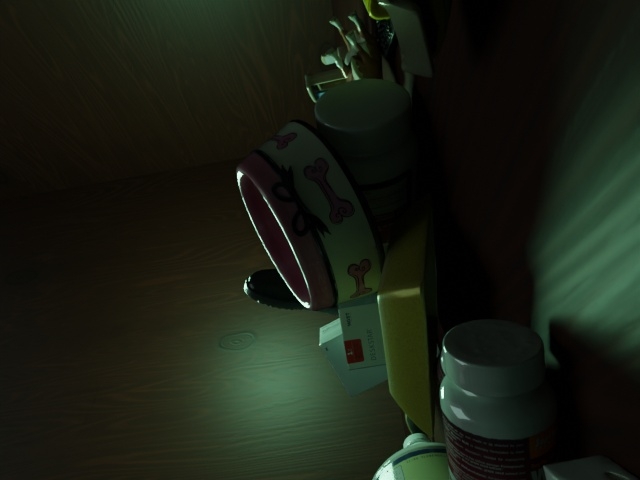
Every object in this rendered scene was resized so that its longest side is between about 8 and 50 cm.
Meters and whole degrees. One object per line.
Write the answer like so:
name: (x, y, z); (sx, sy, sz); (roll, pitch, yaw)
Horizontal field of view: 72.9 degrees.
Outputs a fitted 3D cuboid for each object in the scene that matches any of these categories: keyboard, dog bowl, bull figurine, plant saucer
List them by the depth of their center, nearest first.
plant saucer: (0.172, 0.123, 0.816); (0.332, 0.081, 0.332); (-64, -31, -56)
dog bowl: (-0.038, -0.034, 0.917); (0.408, 0.150, 0.408); (55, 164, 24)
keyboard: (0.132, -0.577, 1.016); (0.201, 0.033, 0.316); (65, -163, -81)
bull figurine: (0.101, -0.442, 1.079); (0.188, 0.101, 0.310); (45, -149, -37)

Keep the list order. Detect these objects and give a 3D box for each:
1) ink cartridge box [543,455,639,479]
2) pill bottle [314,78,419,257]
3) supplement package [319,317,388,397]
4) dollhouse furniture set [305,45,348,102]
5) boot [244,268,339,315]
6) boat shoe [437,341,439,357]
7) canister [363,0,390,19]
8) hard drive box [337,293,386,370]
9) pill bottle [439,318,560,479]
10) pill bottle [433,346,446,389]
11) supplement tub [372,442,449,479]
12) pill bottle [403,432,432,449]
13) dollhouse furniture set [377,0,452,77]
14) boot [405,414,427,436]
ink cartridge box: (0.235, 0.259, 0.340); (0.099, 0.056, 0.135); (54, -154, -83)
pill bottle: (0.107, -0.137, 0.978); (0.392, 0.224, 0.224); (78, -177, -46)
supplement package: (0.159, 0.328, 1.377); (0.204, 0.262, 0.145); (60, -174, -8)
dollhouse furniture set: (0.070, -0.400, 1.386); (0.286, 0.198, 0.303); (15, -113, -78)
boot: (0.002, 0.000, 1.309); (0.146, 0.367, 0.444); (-114, 41, -55)
boat shoe: (0.277, 0.249, 1.080); (0.035, 0.035, 0.100); (-1, -104, -60)
canister: (0.109, -0.525, 0.835); (0.126, 0.074, 0.169); (92, 170, -54)
hard drive box: (0.172, 0.229, 1.148); (0.089, 0.232, 0.180); (-91, -10, -75)
pill bottle: (0.200, 0.210, 0.487); (0.121, 0.121, 0.221); (-92, -8, -75)
pill bottle: (0.220, 0.188, 0.652); (0.152, 0.086, 0.086); (75, -175, -61)
supplement tub: (0.192, 0.475, 0.617); (0.325, 0.236, 0.235); (-62, -38, -86)
pill bottle: (0.307, 0.672, 1.263); (0.221, 0.124, 0.124); (-91, -9, -75)
dollhouse furniture set: (0.139, -0.306, 0.399); (0.301, 0.152, 0.197); (21, -101, -68)
boot: (0.324, 0.573, 1.416); (0.137, 0.077, 0.197); (120, 140, -85)
